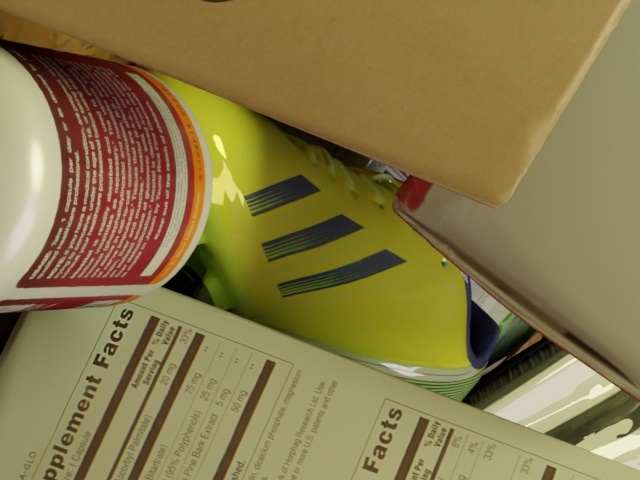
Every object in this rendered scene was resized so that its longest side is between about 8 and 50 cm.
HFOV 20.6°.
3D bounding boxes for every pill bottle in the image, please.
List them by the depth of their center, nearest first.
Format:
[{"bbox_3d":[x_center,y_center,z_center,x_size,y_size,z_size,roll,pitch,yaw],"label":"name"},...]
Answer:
[{"bbox_3d":[-0.102,-0.020,0.545,0.086,0.086,0.152,-55,162,13],"label":"pill bottle"}]

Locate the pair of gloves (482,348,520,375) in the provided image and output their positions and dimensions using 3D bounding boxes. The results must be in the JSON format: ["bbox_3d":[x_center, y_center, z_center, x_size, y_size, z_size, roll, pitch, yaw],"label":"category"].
[{"bbox_3d":[0.095,0.119,1.368,0.240,0.042,0.204,-29,153,-47],"label":"pair of gloves"}]

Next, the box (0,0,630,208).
[{"bbox_3d":[0.000,-0.110,0.476,0.164,0.201,0.021,-60,-162,28],"label":"box"}]

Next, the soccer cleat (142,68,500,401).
[{"bbox_3d":[-0.001,-0.001,0.739,0.121,0.093,0.289,-39,145,-3],"label":"soccer cleat"}]

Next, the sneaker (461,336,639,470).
[{"bbox_3d":[0.079,0.242,1.021,0.447,0.257,0.169,-30,176,-13],"label":"sneaker"}]

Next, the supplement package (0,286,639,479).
[{"bbox_3d":[-0.008,0.164,0.672,0.199,0.262,0.198,82,30,-68],"label":"supplement package"}]

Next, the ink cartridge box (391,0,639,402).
[{"bbox_3d":[0.167,-0.074,0.707,0.226,0.131,0.306,-56,172,11],"label":"ink cartridge box"}]

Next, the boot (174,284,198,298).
[{"bbox_3d":[-0.053,0.096,0.901,0.106,0.082,0.219,-32,153,-38],"label":"boot"}]

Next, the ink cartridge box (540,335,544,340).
[{"bbox_3d":[0.256,-0.005,1.242,0.201,0.117,0.278,-64,180,36],"label":"ink cartridge box"}]

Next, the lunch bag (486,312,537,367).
[{"bbox_3d":[0.129,-0.021,1.092,0.176,0.090,0.219,-29,152,-47],"label":"lunch bag"}]

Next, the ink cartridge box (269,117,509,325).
[{"bbox_3d":[0.117,-0.102,0.889,0.275,0.060,0.239,-51,153,1],"label":"ink cartridge box"}]
